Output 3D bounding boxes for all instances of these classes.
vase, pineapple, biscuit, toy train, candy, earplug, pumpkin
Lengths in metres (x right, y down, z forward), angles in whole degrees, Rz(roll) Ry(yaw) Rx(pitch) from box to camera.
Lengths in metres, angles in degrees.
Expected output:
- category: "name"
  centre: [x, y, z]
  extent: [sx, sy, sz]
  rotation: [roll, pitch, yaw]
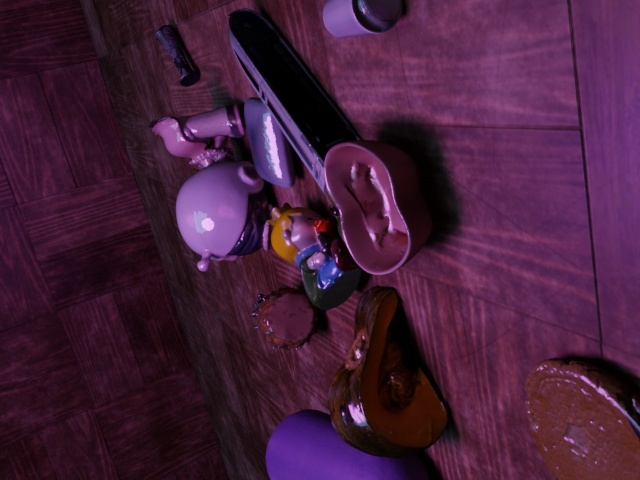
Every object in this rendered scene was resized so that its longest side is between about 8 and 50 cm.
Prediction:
- category: "vase"
  centre: [-0.370, -0.477, 1.674]
  extent: [0.167, 0.059, 0.059]
  rotation: [61, 155, 19]
- category: "pineapple"
  centre: [-0.094, 0.195, 1.548]
  extent: [0.170, 0.141, 0.310]
  rotation: [44, 164, -5]
- category: "biscuit"
  centre: [0.330, 0.241, 0.764]
  extent: [0.226, 0.042, 0.226]
  rotation: [47, 150, 39]
- category: "toy train"
  centre: [-0.056, -0.257, 1.145]
  extent: [0.407, 0.086, 0.088]
  rotation: [58, 160, 26]
- category: "candy"
  centre: [-0.104, -0.198, 1.306]
  extent: [0.138, 0.071, 0.174]
  rotation: [30, 136, 56]
- category: "earplug"
  centre: [0.060, 0.491, 1.361]
  extent: [0.456, 0.215, 0.215]
  rotation: [-15, 95, 64]
- category: "pumpkin"
  centre: [0.133, 0.240, 1.144]
  extent: [0.139, 0.190, 0.280]
  rotation: [-33, 35, 67]

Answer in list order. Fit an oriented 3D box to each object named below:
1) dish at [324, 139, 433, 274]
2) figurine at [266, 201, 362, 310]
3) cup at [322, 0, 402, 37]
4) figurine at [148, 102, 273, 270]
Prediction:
- category: "dish"
  centre: [0.097, -0.059, 0.966]
  extent: [0.213, 0.090, 0.213]
  rotation: [43, 144, 42]
- category: "figurine"
  centre: [-0.012, -0.001, 1.221]
  extent: [0.185, 0.127, 0.234]
  rotation: [112, 143, -51]
- category: "cup"
  centre: [0.056, -0.328, 0.874]
  extent: [0.116, 0.074, 0.104]
  rotation: [-157, 74, -65]
- category: "figurine"
  centre: [-0.250, -0.119, 1.513]
  extent: [0.253, 0.211, 0.361]
  rotation: [-23, 86, 67]
